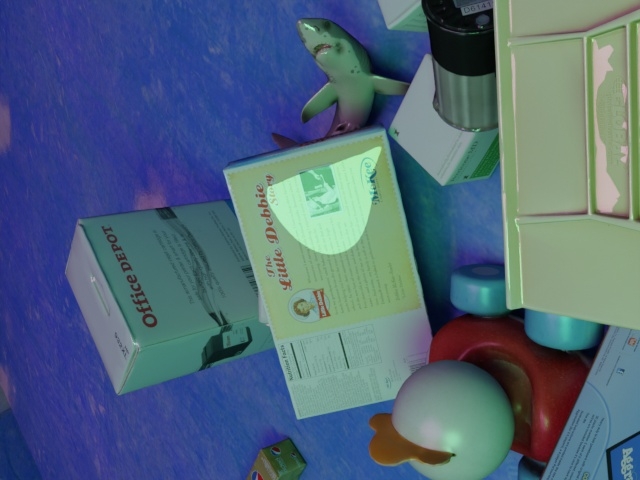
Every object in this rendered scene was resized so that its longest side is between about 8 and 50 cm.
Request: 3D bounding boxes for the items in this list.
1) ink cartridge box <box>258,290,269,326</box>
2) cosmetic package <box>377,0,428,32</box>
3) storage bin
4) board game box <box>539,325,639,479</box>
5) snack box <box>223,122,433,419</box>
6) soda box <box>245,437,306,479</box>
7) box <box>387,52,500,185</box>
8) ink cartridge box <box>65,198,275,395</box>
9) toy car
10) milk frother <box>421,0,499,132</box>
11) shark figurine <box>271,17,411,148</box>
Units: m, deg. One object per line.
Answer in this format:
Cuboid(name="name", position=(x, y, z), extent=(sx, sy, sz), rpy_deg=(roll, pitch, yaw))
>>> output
Cuboid(name="ink cartridge box", position=(0.000, 0.000, 0.857), extent=(0.154, 0.093, 0.213), rpy_deg=(2, 103, 6))
Cuboid(name="cosmetic package", position=(0.133, -0.314, 0.630), extent=(0.151, 0.151, 0.184), rpy_deg=(-27, 76, 50))
Cuboid(name="storage bin", position=(0.251, -0.090, 0.456), extent=(0.123, 0.262, 0.261), rpy_deg=(7, 104, 52))
Cuboid(name="board game box", position=(0.275, 0.137, 0.517), extent=(0.145, 0.281, 0.027), rpy_deg=(11, 152, 50))
Cuboid(name="snack box", position=(0.021, 0.042, 0.785), extent=(0.060, 0.187, 0.322), rpy_deg=(-82, -21, -74))
Cuboid(name="soda box", position=(-0.089, 0.423, 1.150), extent=(0.058, 0.061, 0.181), rpy_deg=(50, 133, 31))
Cuboid(name="box", position=(0.147, -0.130, 0.708), extent=(0.102, 0.087, 0.101), rpy_deg=(51, 134, 30))
Cuboid(name="ink cartridge box", position=(-0.185, 0.067, 0.984), extent=(0.223, 0.307, 0.129), rpy_deg=(56, 136, 26))
Cuboid(name="toy car", position=(0.137, 0.160, 0.657), extent=(0.210, 0.237, 0.220), rpy_deg=(21, 116, 57))
Cuboid(name="milk frother", position=(0.150, -0.138, 0.559), extent=(0.129, 0.135, 0.143), rpy_deg=(4, 65, 17))
Cuboid(name="shark figurine", position=(0.024, -0.190, 0.863), extent=(0.278, 0.166, 0.116), rpy_deg=(116, 156, -59))
